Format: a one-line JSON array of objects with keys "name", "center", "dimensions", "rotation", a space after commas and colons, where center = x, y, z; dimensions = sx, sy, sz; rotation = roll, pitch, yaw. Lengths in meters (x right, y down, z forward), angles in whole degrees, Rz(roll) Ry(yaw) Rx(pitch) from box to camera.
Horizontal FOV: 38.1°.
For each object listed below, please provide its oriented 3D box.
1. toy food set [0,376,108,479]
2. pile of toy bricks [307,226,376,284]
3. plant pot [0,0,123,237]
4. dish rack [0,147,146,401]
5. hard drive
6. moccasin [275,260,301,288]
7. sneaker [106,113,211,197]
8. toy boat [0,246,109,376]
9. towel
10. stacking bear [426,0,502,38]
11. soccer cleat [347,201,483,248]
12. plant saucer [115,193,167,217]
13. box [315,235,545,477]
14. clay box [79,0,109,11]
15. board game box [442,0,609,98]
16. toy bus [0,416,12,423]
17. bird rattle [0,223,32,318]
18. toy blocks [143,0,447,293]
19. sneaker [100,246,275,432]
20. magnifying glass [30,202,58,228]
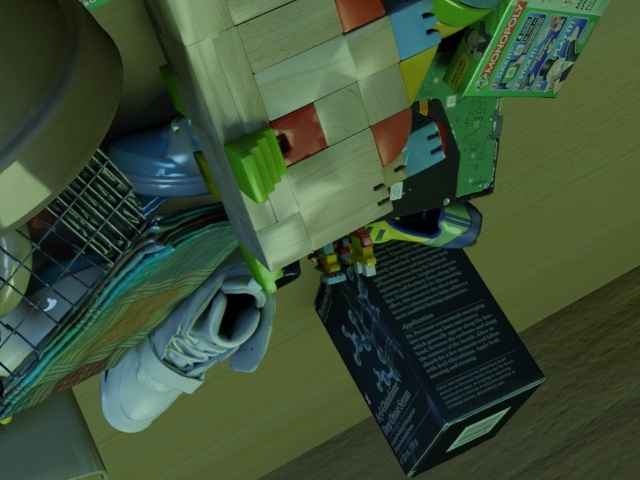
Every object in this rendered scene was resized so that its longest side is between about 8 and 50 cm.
[{"name": "toy food set", "center": [-0.494, 0.303, 1.390], "dimensions": [0.306, 0.220, 0.092], "rotation": [-11, 150, -38]}, {"name": "pile of toy bricks", "center": [0.000, 0.000, 1.502], "dimensions": [0.118, 0.105, 0.212], "rotation": [-13, -168, -21]}, {"name": "plant pot", "center": [-0.318, -0.153, 0.704], "dimensions": [0.263, 0.263, 0.229], "rotation": [-31, 138, 2]}, {"name": "dish rack", "center": [-0.303, 0.011, 0.855], "dimensions": [0.271, 0.074, 0.208], "rotation": [-52, 125, -14]}, {"name": "hard drive", "center": [0.107, -0.149, 1.247], "dimensions": [0.338, 0.064, 0.237], "rotation": [-14, 119, -32]}, {"name": "moccasin", "center": [-0.183, 0.101, 1.476], "dimensions": [0.342, 0.117, 0.137], "rotation": [-38, 155, 18]}, {"name": "sneaker", "center": [-0.109, -0.166, 1.058], "dimensions": [0.319, 0.127, 0.208], "rotation": [-5, 119, 6]}, {"name": "toy boat", "center": [-0.375, 0.072, 1.198], "dimensions": [0.267, 0.148, 0.318], "rotation": [-30, 164, 13]}, {"name": "towel", "center": [-0.220, 0.078, 1.104], "dimensions": [0.370, 0.040, 0.271], "rotation": [-43, 171, 26]}, {"name": "stacking bear", "center": [0.113, -0.285, 1.012], "dimensions": [0.289, 0.175, 0.164], "rotation": [-37, -159, 43]}, {"name": "soccer cleat", "center": [0.118, -0.043, 1.444], "dimensions": [0.121, 0.093, 0.289], "rotation": [17, 173, -43]}, {"name": "plant saucer", "center": [-0.187, -0.095, 1.208], "dimensions": [0.192, 0.018, 0.067], "rotation": [-36, 156, 16]}, {"name": "box", "center": [0.184, 0.184, 1.715], "dimensions": [0.212, 0.395, 0.293], "rotation": [-20, 154, -20]}, {"name": "clay box", "center": [-0.201, -0.288, 0.762], "dimensions": [0.127, 0.053, 0.222], "rotation": [-30, 158, -2]}, {"name": "board game box", "center": [0.301, -0.328, 1.175], "dimensions": [0.213, 0.046, 0.317], "rotation": [-6, 132, -42]}, {"name": "toy bus", "center": [-0.539, 0.183, 1.228], "dimensions": [0.220, 0.149, 0.211], "rotation": [-18, 138, -30]}, {"name": "bird rattle", "center": [-0.364, -0.017, 0.953], "dimensions": [0.253, 0.207, 0.143], "rotation": [-29, 177, 19]}, {"name": "toy blocks", "center": [0.002, -0.160, 0.908], "dimensions": [0.261, 0.191, 0.381], "rotation": [-28, 120, -15]}, {"name": "sneaker", "center": [-0.191, 0.148, 1.312], "dimensions": [0.137, 0.210, 0.366], "rotation": [33, 96, -23]}, {"name": "magnifying glass", "center": [-0.305, -0.091, 1.070], "dimensions": [0.092, 0.026, 0.231], "rotation": [-13, 152, -34]}]
